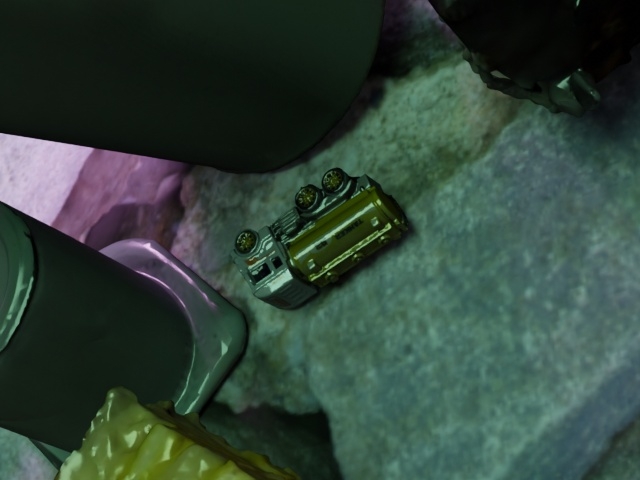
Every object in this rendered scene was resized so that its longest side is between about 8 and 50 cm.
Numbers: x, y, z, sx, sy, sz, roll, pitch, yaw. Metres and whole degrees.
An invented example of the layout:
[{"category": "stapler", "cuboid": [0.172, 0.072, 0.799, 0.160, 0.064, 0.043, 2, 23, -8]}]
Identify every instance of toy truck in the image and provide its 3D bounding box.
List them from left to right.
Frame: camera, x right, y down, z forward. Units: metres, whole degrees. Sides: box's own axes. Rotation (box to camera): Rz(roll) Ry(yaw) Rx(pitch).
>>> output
[{"category": "toy truck", "cuboid": [0.000, 0.000, 1.123, 0.123, 0.052, 0.063, -35, 60, 15]}]

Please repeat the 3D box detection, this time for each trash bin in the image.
[{"category": "trash bin", "cuboid": [-0.183, -0.197, 1.064, 0.280, 0.432, 0.280, -9, 77, 41]}]

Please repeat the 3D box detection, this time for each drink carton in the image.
[{"category": "drink carton", "cuboid": [-0.204, 0.070, 1.148, 0.191, 0.189, 0.185, 39, 99, 40]}]

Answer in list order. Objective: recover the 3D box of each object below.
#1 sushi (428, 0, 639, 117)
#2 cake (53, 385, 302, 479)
[{"category": "sushi", "cuboid": [0.142, -0.266, 0.999, 0.294, 0.299, 0.281, -45, 23, 6]}, {"category": "cake", "cuboid": [-0.022, 0.254, 0.914, 0.286, 0.222, 0.227, 26, 87, 38]}]
